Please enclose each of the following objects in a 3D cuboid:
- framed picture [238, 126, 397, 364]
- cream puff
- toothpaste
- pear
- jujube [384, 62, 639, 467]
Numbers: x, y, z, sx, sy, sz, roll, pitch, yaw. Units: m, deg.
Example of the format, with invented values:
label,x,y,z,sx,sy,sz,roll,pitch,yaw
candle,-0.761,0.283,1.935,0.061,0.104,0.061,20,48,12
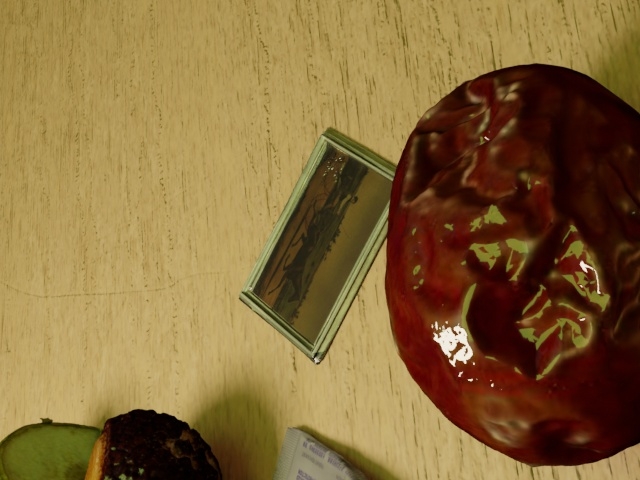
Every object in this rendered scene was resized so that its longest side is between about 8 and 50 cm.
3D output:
label,x,y,z,sx,sy,sz,roll,pitch,yaw
framed picture,0.000,0.000,1.633,0.197,0.014,0.252,35,100,49
cream puff,-0.202,0.322,1.582,0.239,0.165,0.239,-171,90,-77
toothpaste,0.018,0.293,1.453,0.099,0.068,0.282,-45,30,-15
pear,-0.396,0.382,1.743,0.288,0.139,0.239,-90,17,-70
jujube,0.196,0.020,1.229,0.276,0.276,0.377,-30,41,37
